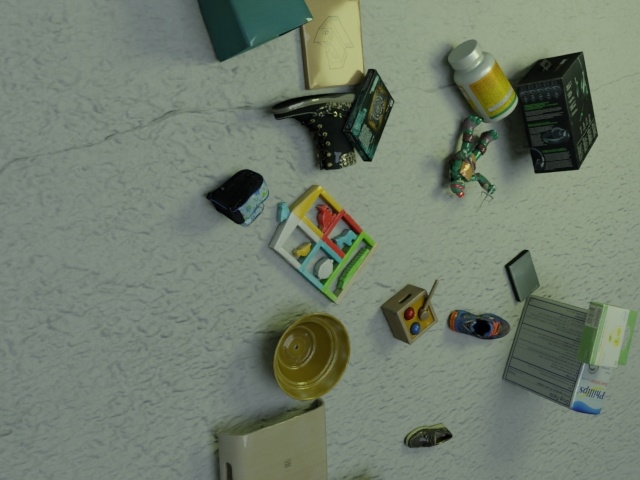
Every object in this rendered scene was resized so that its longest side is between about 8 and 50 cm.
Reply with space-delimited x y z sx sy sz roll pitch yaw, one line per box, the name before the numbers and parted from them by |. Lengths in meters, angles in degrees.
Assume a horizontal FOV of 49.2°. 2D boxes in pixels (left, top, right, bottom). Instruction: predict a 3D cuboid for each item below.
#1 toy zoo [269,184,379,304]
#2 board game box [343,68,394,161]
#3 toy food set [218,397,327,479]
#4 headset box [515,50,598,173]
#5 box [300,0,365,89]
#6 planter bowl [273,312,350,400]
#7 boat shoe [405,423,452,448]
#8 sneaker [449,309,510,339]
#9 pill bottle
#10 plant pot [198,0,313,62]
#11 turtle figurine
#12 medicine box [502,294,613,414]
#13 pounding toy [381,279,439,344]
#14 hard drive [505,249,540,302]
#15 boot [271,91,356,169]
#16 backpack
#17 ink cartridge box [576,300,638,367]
toy zoo | 0.000 0.000 1.713 0.293 0.030 0.192 44 75 -31
board game box | 0.119 -0.302 1.688 0.126 0.026 0.186 48 56 -48
toy food set | -0.108 0.531 1.724 0.306 0.092 0.220 -10 104 -39
headset box | 0.666 -0.369 1.960 0.246 0.131 0.283 -45 123 -46
box | 0.028 -0.464 1.649 0.164 0.021 0.201 -14 107 -30
planter bowl | -0.040 0.271 1.704 0.217 0.090 0.217 -7 103 -32
boat shoe | 0.315 0.566 2.013 0.152 0.049 0.056 -10 105 -31
sneaker | 0.477 0.256 2.035 0.221 0.087 0.083 8 96 -33
pill bottle | 0.426 -0.423 1.854 0.118 0.117 0.208 -51 121 -14
plant pot | -0.159 -0.520 1.438 0.165 0.165 0.234 -30 106 -24
turtle figurine | 0.402 -0.206 1.882 0.175 0.118 0.234 37 65 -47
medicine box | 0.730 0.338 2.107 0.149 0.263 0.290 16 90 -33
pounding toy | 0.256 0.184 1.871 0.141 0.100 0.130 -35 116 -22
hard drive | 0.618 0.109 2.137 0.094 0.022 0.135 -35 116 -23
boot | -0.003 -0.247 1.623 0.236 0.085 0.179 -18 110 -40
backpack | -0.171 -0.096 1.545 0.114 0.105 0.084 -47 142 -17
ink cartridge box | 0.829 0.271 1.968 0.235 0.056 0.171 12 92 -31
